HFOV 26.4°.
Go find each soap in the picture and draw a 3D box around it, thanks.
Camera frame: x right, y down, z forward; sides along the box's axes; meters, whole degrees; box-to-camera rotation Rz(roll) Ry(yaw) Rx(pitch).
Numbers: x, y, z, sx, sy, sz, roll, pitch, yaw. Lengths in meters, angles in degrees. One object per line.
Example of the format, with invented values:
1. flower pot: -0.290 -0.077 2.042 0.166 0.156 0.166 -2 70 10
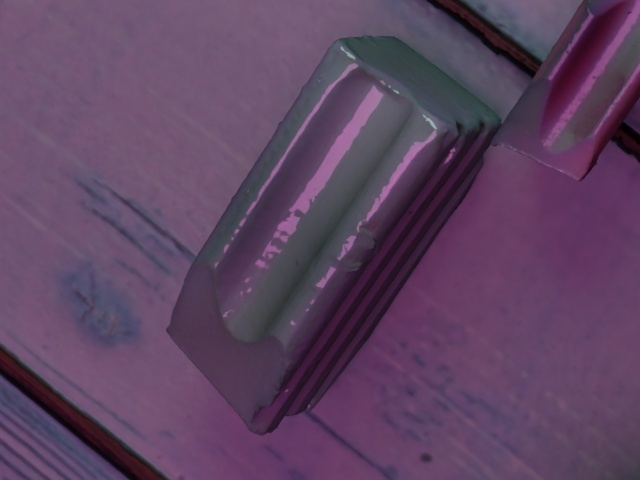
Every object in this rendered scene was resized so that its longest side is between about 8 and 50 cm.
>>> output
1. soap: 0.155 -0.104 0.724 0.056 0.100 0.149 34 113 6
2. soap: 0.000 0.000 0.792 0.091 0.145 0.230 40 110 14
